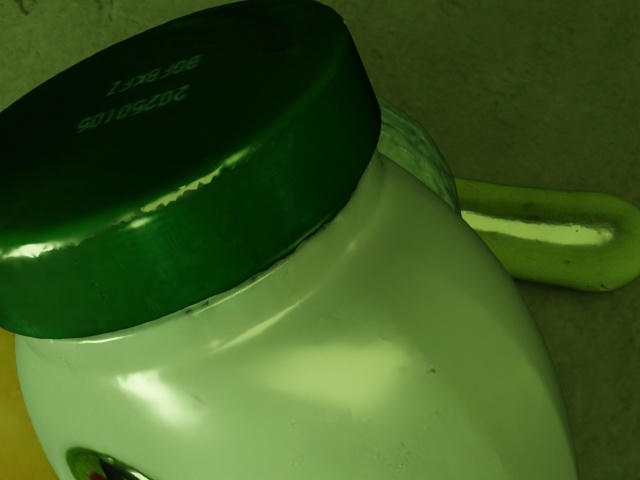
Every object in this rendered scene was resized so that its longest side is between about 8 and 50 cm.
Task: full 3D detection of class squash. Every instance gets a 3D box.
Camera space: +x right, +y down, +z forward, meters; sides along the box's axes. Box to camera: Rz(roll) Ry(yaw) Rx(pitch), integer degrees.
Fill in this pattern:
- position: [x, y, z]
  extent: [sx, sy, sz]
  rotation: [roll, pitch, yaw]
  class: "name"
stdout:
- position: [0.145, -0.013, 0.885]
  extent: [0.250, 0.083, 0.083]
  rotation: [12, 80, 1]
  class: "squash"

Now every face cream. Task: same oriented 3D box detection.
- position: [-0.021, 0.076, 0.584]
  extent: [0.219, 0.312, 0.357]
  rotation: [-46, 126, -33]
  class: "face cream"

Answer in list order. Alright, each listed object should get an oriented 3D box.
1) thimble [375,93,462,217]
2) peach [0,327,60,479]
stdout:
- position: [0.000, 0.000, 0.790]
  extent: [0.205, 0.172, 0.250]
  rotation: [-26, 102, 20]
  class: "thimble"
- position: [-0.270, 0.156, 0.719]
  extent: [0.289, 0.289, 0.308]
  rotation: [3, 75, -4]
  class: "peach"
